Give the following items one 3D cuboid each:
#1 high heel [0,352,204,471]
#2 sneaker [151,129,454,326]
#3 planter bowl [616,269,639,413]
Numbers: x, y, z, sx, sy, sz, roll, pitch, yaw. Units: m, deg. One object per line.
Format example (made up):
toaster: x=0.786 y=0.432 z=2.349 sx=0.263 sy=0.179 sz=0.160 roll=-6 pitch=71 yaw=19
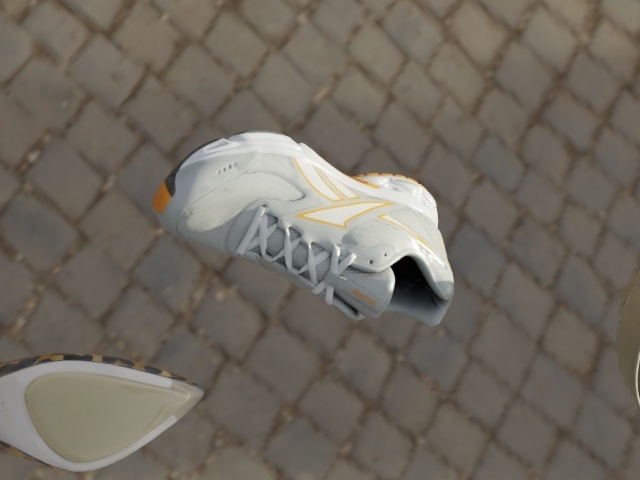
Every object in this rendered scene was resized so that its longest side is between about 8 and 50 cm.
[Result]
high heel: x=-0.229 y=0.121 z=1.537 sx=0.261 sy=0.186 sz=0.093 roll=-9 pitch=101 yaw=-9
sneaker: x=0.000 y=0.000 z=1.465 sx=0.262 sy=0.099 sz=0.121 roll=9 pitch=40 yaw=-34
planter bowl: x=0.297 y=0.071 z=1.525 sx=0.162 sy=0.162 sz=0.109 roll=21 pitch=15 yaw=-25
